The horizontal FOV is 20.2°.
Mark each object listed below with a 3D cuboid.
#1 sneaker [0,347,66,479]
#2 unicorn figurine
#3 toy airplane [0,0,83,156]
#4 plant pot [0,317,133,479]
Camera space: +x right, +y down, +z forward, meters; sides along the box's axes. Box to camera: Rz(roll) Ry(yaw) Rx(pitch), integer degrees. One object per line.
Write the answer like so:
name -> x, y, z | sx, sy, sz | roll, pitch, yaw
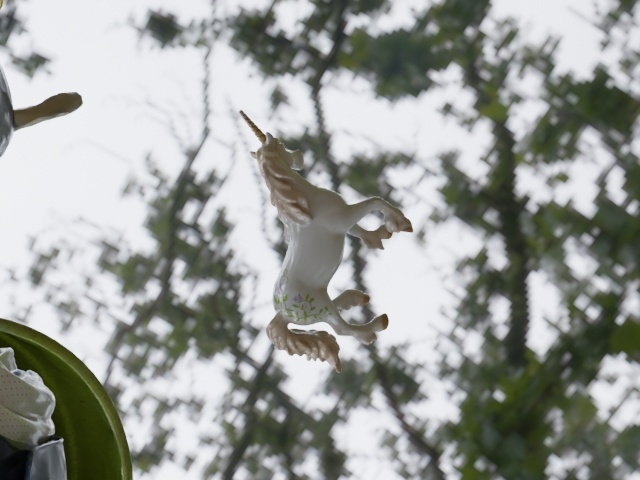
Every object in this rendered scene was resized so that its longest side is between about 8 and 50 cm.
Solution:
sneaker -> -0.202, 0.192, 1.149 | 0.130, 0.323, 0.236 | 1, -121, 10
unicorn figurine -> 0.000, 0.000, 1.171 | 0.111, 0.060, 0.162 | 12, -102, -30
toy airplane -> -0.194, -0.228, 0.994 | 0.272, 0.386, 0.384 | 17, -163, -15
plant pot -> -0.407, 0.195, 1.518 | 0.366, 0.366, 0.353 | -1, -166, -39
